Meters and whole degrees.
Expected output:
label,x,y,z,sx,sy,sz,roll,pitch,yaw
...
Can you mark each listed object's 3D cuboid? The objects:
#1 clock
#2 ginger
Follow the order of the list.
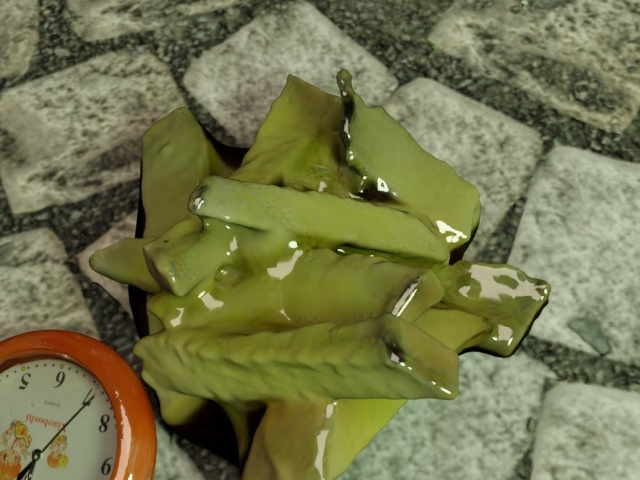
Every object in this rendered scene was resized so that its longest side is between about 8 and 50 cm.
label,x,y,z,sx,sy,sz,roll,pitch,yaw
clock,-0.225,0.171,1.004,0.205,0.051,0.205,-7,69,17
ginger,0.000,0.000,1.023,0.358,0.211,0.413,-20,60,-11
